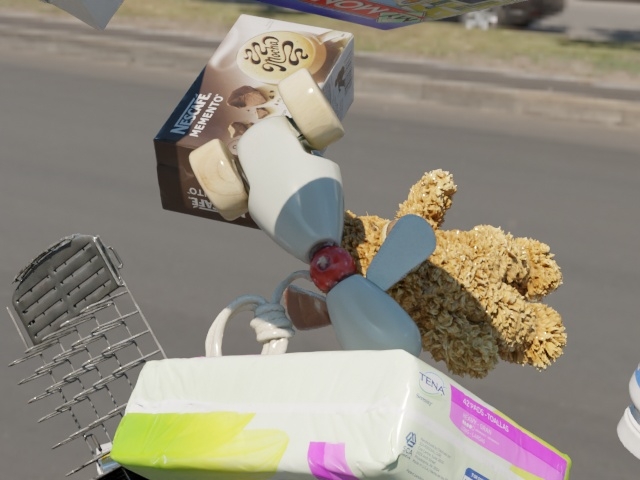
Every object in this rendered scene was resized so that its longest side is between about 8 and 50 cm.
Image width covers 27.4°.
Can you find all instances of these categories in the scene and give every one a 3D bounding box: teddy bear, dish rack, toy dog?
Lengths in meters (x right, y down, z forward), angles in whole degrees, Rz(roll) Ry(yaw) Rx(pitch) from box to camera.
[{"bbox_3d":[0.158,0.042,1.507,0.338,0.245,0.113,31,-29,-22],"label":"teddy bear"},{"bbox_3d":[-0.234,0.136,1.330,0.208,0.272,0.074,-33,-7,40],"label":"dish rack"},{"bbox_3d":[0.000,0.000,1.316,0.220,0.334,0.161,-14,-22,17],"label":"toy dog"}]

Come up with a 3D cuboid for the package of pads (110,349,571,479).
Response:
[{"bbox_3d":[0.019,0.171,1.022,0.296,0.101,0.229,-6,-30,42],"label":"package of pads"}]

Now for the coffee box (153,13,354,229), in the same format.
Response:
[{"bbox_3d":[-0.080,-0.159,1.721,0.168,0.119,0.297,13,45,16],"label":"coffee box"}]

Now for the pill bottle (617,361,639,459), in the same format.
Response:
[{"bbox_3d":[0.434,0.156,1.514,0.124,0.222,0.124,17,28,-10],"label":"pill bottle"}]

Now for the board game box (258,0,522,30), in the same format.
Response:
[{"bbox_3d":[0.025,-0.219,0.990,0.213,0.046,0.317,-5,-5,44],"label":"board game box"}]

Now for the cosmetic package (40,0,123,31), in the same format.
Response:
[{"bbox_3d":[-0.337,-0.407,1.417,0.217,0.156,0.385,30,-8,16],"label":"cosmetic package"}]

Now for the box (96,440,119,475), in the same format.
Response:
[{"bbox_3d":[-0.205,0.351,1.691,0.114,0.203,0.103,-20,10,-7],"label":"box"}]
